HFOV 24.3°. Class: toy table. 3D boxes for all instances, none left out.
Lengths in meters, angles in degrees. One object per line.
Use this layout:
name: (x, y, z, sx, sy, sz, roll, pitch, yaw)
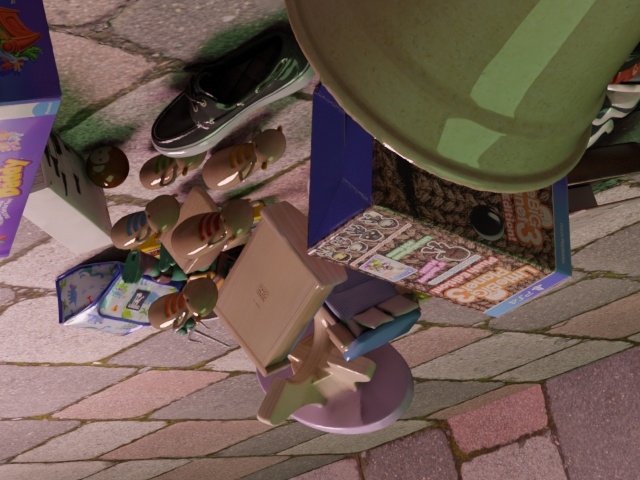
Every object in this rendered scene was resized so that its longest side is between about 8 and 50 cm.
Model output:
toy table: (-0.007, 0.184, 2.258, 0.274, 0.252, 0.161, 4, 157, 28)

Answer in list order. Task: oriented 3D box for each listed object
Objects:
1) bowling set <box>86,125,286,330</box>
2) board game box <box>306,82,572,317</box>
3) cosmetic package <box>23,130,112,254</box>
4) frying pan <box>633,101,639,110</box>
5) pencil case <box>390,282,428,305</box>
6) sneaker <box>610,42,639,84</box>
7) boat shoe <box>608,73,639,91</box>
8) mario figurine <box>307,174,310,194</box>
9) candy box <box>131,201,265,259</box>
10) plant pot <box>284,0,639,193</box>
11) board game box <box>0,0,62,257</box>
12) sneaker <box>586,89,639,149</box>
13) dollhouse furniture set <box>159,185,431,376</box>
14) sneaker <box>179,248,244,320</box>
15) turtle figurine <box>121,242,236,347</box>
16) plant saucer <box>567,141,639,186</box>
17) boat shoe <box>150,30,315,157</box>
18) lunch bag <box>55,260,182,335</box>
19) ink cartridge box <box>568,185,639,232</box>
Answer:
bowling set: (-0.182, -0.048, 1.807, 0.200, 0.287, 0.154, 31, 149, -27)
board game box: (0.143, -0.070, 1.778, 0.291, 0.232, 0.141, 19, 148, -29)
cosmetic package: (-0.318, -0.064, 1.791, 0.060, 0.099, 0.239, -16, 163, 7)
frying pan: (0.518, -0.217, 1.941, 0.197, 0.053, 0.326, -10, 175, -6)
pencil case: (0.060, 0.108, 2.468, 0.159, 0.184, 0.410, -8, 161, -22)
sneaker: (0.284, -0.217, 1.734, 0.276, 0.098, 0.135, -25, 160, -20)
boat shoe: (0.487, -0.268, 1.841, 0.319, 0.116, 0.099, -12, 120, 16)
mario figurine: (0.100, -0.032, 2.098, 0.198, 0.170, 0.320, -15, 164, 10)
candy box: (-0.171, -0.005, 2.200, 0.205, 0.027, 0.105, -16, 165, 6)
plant pot: (0.184, -0.264, 1.278, 0.333, 0.334, 0.305, -1, 146, -36)
board game box: (-0.311, -0.149, 1.311, 0.078, 0.233, 0.347, -7, 161, -21)
sneaker: (0.305, -0.157, 1.983, 0.235, 0.094, 0.153, -20, 156, -16)
dollhouse furniture set: (0.000, 0.000, 2.050, 0.303, 0.286, 0.198, -19, 152, -44)
sneaker: (-0.146, 0.064, 2.296, 0.295, 0.105, 0.147, -21, 167, 35)
turtle figurine: (-0.166, 0.064, 2.179, 0.175, 0.118, 0.234, -39, 136, 24)
plant saucer: (0.346, -0.098, 2.162, 0.310, 0.050, 0.310, -11, 179, 0)
boat shoe: (-0.111, -0.168, 1.670, 0.228, 0.080, 0.076, -24, 154, 25)
lunch bag: (-0.304, 0.081, 2.242, 0.151, 0.096, 0.128, -29, 151, 33)
ink cartridge box: (0.365, -0.044, 2.333, 0.261, 0.066, 0.296, -26, 171, 37)
